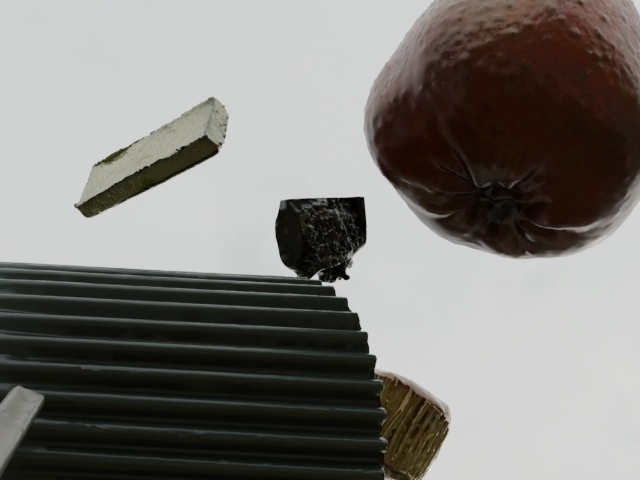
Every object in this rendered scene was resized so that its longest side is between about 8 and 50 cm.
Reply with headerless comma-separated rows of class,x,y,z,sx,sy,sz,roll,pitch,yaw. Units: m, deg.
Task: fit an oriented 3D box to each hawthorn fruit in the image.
hawthorn fruit,0.187,-0.122,1.161,0.275,0.300,0.275,16,-53,22

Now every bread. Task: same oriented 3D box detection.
bread,0.064,0.195,1.335,0.132,0.114,0.190,28,-19,5
bread,-0.148,-0.071,1.126,0.153,0.068,0.028,-26,-58,23

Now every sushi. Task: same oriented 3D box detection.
sushi,0.000,0.000,1.268,0.056,0.085,0.083,-9,-7,43

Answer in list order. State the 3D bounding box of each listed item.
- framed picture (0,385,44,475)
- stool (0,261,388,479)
framed picture,-0.234,0.248,0.518,0.028,0.446,0.326,31,-86,-7
stool,-0.162,0.156,1.004,0.330,0.297,0.297,9,-51,-32
